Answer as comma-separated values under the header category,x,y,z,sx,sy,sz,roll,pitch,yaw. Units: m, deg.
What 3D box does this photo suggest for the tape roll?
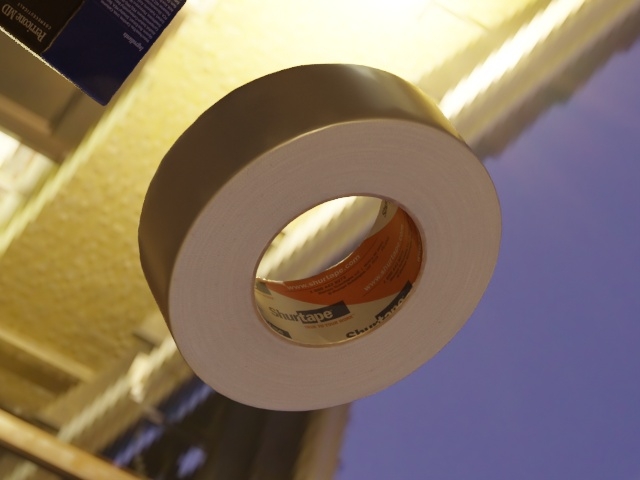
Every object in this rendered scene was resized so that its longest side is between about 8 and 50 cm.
category,x,y,z,sx,sy,sz,roll,pitch,yaw
tape roll,0.000,0.000,1.124,0.219,0.219,0.072,-54,-142,19

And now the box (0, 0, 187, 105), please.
category,x,y,z,sx,sy,sz,roll,pitch,yaw
box,-0.192,-0.219,1.442,0.156,0.093,0.158,37,-91,37
